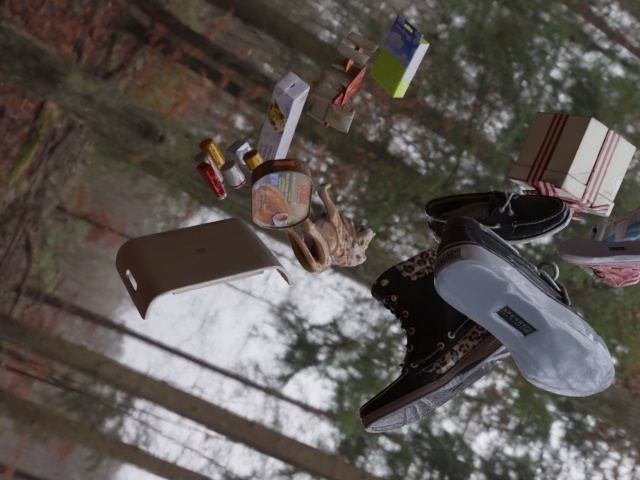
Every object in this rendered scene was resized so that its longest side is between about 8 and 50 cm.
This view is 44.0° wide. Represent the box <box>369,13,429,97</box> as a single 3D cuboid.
[{"bbox_3d":[0.201,-0.466,2.002,0.109,0.042,0.178,51,-50,31],"label":"box"}]

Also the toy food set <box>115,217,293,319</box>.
[{"bbox_3d":[-0.238,0.061,1.600,0.220,0.306,0.092,47,-37,51],"label":"toy food set"}]

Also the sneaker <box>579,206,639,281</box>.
[{"bbox_3d":[0.635,-0.020,1.679,0.229,0.092,0.087,-42,169,-9],"label":"sneaker"}]

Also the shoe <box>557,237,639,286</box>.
[{"bbox_3d":[0.528,0.045,1.490,0.063,0.178,0.081,-99,-169,-53],"label":"shoe"}]

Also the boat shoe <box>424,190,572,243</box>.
[{"bbox_3d":[0.363,-0.055,1.653,0.303,0.091,0.114,-10,-140,27],"label":"boat shoe"}]

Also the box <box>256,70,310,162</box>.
[{"bbox_3d":[-0.101,-0.286,1.966,0.067,0.063,0.324,-45,171,-29],"label":"box"}]

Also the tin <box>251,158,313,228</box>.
[{"bbox_3d":[-0.068,-0.080,1.386,0.189,0.106,0.040,100,-11,-60],"label":"tin"}]

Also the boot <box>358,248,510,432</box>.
[{"bbox_3d":[0.196,0.207,1.687,0.377,0.138,0.284,-33,-118,-3],"label":"boot"}]

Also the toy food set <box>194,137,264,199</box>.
[{"bbox_3d":[-0.212,-0.161,1.853,0.232,0.104,0.111,15,-127,46],"label":"toy food set"}]

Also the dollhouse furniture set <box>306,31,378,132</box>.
[{"bbox_3d":[0.075,-0.429,2.316,0.259,0.135,0.262,-55,170,-44],"label":"dollhouse furniture set"}]

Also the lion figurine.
[{"bbox_3d":[0.000,0.000,1.948,0.142,0.240,0.392,-15,-168,28],"label":"lion figurine"}]

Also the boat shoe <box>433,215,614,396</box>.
[{"bbox_3d":[0.254,0.082,0.984,0.113,0.306,0.105,-39,-154,37],"label":"boat shoe"}]

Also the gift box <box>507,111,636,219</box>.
[{"bbox_3d":[0.732,-0.211,2.305,0.258,0.255,0.276,-66,-154,1],"label":"gift box"}]
